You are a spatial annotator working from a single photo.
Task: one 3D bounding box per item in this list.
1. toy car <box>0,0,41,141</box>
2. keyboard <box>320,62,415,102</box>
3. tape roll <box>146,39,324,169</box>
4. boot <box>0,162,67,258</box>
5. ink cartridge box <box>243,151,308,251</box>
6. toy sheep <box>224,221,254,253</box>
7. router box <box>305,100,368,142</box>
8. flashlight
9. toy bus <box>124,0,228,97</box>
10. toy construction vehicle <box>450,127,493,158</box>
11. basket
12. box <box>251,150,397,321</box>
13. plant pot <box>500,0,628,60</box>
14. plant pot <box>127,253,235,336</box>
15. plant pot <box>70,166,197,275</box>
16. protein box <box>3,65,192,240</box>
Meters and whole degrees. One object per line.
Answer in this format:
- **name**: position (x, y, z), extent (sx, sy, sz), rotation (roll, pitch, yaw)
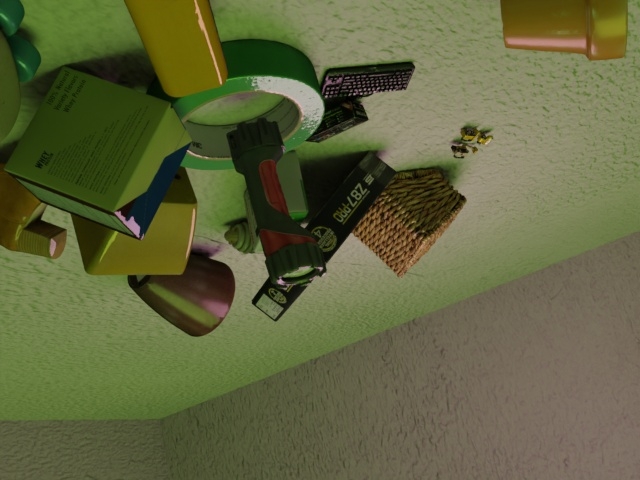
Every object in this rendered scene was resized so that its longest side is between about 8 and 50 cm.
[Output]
- **toy car**: position (-0.550, -0.236, 1.102), extent (0.238, 0.219, 0.210), rotation (16, 156, 0)
- **keyboard**: position (0.087, -0.299, 1.549), extent (0.180, 0.023, 0.108), rotation (-8, 159, -16)
- **tape roll**: position (-0.155, -0.238, 1.466), extent (0.321, 0.077, 0.321), rotation (-13, 160, -5)
- **boot**: position (-0.552, -0.118, 1.443), extent (0.211, 0.295, 0.104), rotation (18, -160, 13)
- **ink cartridge box**: position (-0.104, -0.082, 1.795), extent (0.087, 0.153, 0.208), rotation (-5, 157, -18)
- **toy sheep**: position (-0.182, -0.006, 2.038), extent (0.132, 0.091, 0.091), rotation (4, 153, -29)
- **router box**: position (0.025, -0.237, 1.608), extent (0.122, 0.038, 0.092), rotation (-22, 176, 20)
- **flashlight**: position (-0.074, -0.071, 1.408), extent (0.103, 0.304, 0.103), rotation (7, 150, -44)
- **toy bus**: position (-0.209, -0.339, 1.086), extent (0.108, 0.130, 0.332), rotation (-14, 160, -2)
- **toy construction vehicle**: position (0.352, -0.234, 1.893), extent (0.098, 0.035, 0.086), rotation (-4, 146, -34)
- **basket**: position (0.226, -0.081, 2.112), extent (0.213, 0.223, 0.299), rotation (-43, 169, -22)
- **box**: position (0.000, 0.000, 1.924), extent (0.318, 0.097, 0.395), rotation (-53, 180, -32)
- **plant pot**: position (0.391, -0.391, 1.307), extent (0.188, 0.205, 0.205), rotation (-3, 163, 16)
- **plant pot**: position (-0.378, 0.113, 2.088), extent (0.215, 0.215, 0.230), rotation (-27, 142, 29)
- **plant pot**: position (-0.360, -0.071, 1.603), extent (0.212, 0.212, 0.187), rotation (1, 141, -37)
- **protein box**: position (-0.352, -0.139, 1.298), extent (0.201, 0.200, 0.136), rotation (20, 164, 13)
